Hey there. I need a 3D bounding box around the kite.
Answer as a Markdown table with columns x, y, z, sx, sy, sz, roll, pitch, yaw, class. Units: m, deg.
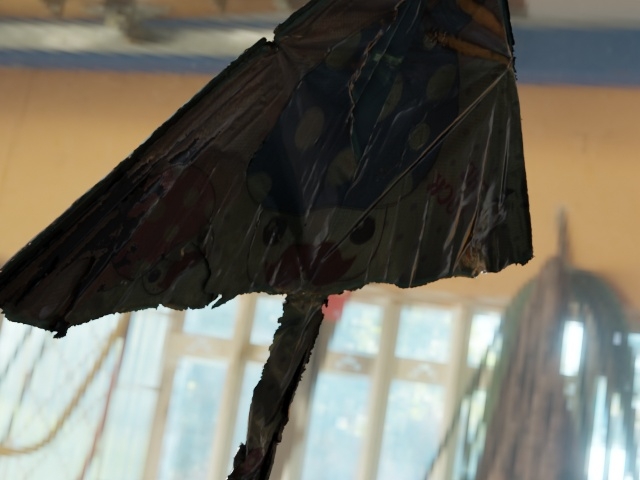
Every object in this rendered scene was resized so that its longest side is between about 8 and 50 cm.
| x | y | z | sx | sy | sz | roll | pitch | yaw | class |
| --- | --- | --- | --- | --- | --- | --- | --- | --- | --- |
| 0.000 | 0.000 | 0.637 | 0.011 | 0.314 | 0.335 | 36 | 25 | 33 | kite |
